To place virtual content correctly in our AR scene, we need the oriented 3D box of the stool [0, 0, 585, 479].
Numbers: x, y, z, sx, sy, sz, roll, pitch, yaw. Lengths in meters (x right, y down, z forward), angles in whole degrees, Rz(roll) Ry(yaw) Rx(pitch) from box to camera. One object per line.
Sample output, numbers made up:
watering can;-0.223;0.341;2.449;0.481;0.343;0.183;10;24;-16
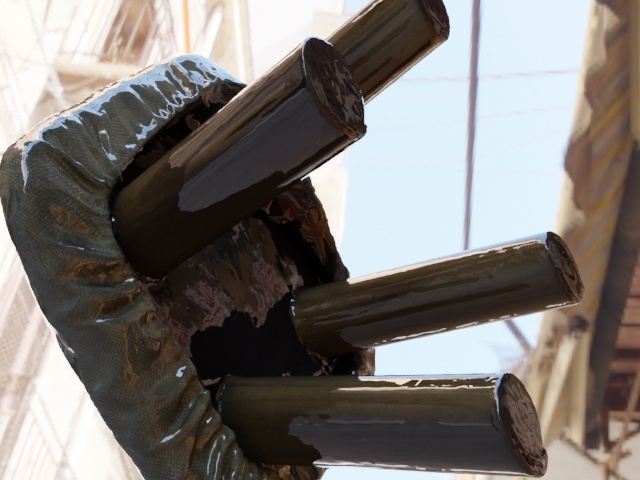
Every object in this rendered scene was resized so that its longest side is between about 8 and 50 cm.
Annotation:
stool;0.000;0.000;0.716;0.226;0.310;0.310;-24;-77;26
